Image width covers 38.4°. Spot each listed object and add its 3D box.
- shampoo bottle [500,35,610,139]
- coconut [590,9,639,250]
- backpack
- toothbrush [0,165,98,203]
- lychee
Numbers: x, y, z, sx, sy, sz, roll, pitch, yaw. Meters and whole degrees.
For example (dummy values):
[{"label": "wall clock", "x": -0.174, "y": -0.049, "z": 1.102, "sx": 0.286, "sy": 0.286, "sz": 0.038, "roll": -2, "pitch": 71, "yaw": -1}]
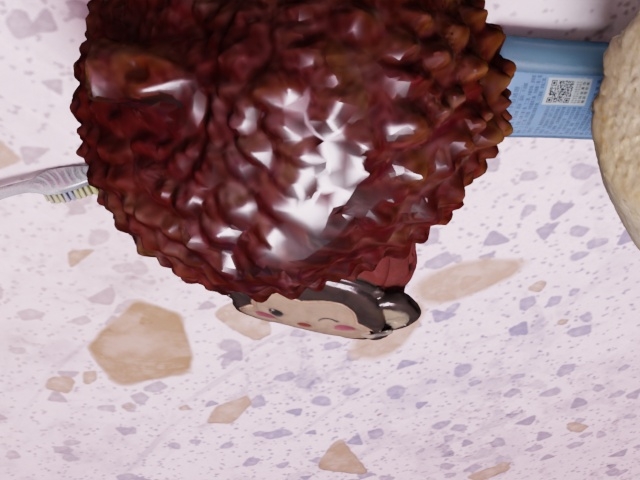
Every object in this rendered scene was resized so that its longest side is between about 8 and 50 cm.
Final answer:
[{"label": "shampoo bottle", "x": 0.204, "y": -0.139, "z": 0.844, "sx": 0.258, "sy": 0.061, "sz": 0.104, "roll": 0, "pitch": 136, "yaw": -13}, {"label": "coconut", "x": 0.432, "y": -0.099, "z": 0.696, "sx": 0.415, "sy": 0.345, "sz": 0.415, "roll": -6, "pitch": 159, "yaw": -2}, {"label": "backpack", "x": 0.000, "y": 0.002, "z": 0.917, "sx": 0.229, "sy": 0.139, "sz": 0.229, "roll": 8, "pitch": 143, "yaw": 6}, {"label": "toothbrush", "x": -0.392, "y": -0.019, "z": 0.885, "sx": 0.375, "sy": 0.028, "sz": 0.037, "roll": -13, "pitch": 147, "yaw": 2}, {"label": "lychee", "x": -0.023, "y": -0.107, "z": 0.669, "sx": 0.330, "sy": 0.306, "sz": 0.306, "roll": -3, "pitch": 148, "yaw": -50}]
